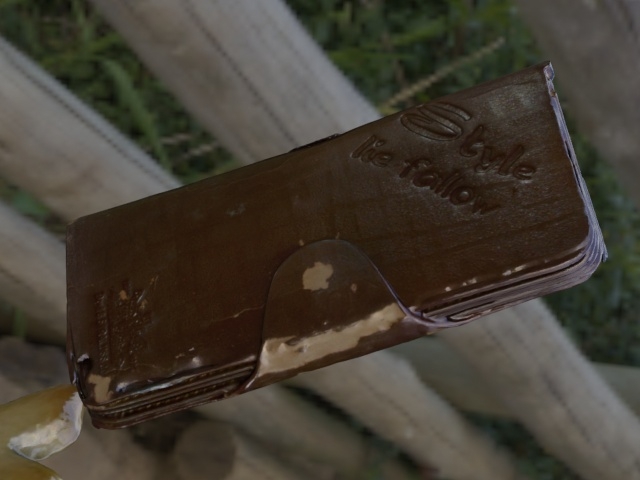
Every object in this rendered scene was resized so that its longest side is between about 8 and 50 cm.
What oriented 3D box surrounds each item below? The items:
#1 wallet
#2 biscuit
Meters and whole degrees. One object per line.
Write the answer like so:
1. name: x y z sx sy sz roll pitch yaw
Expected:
1. wallet: 0.000 0.000 0.583 0.026 0.176 0.095 65 12 -47
2. biscuit: -0.300 0.177 1.443 0.164 0.207 0.047 -90 179 -46
